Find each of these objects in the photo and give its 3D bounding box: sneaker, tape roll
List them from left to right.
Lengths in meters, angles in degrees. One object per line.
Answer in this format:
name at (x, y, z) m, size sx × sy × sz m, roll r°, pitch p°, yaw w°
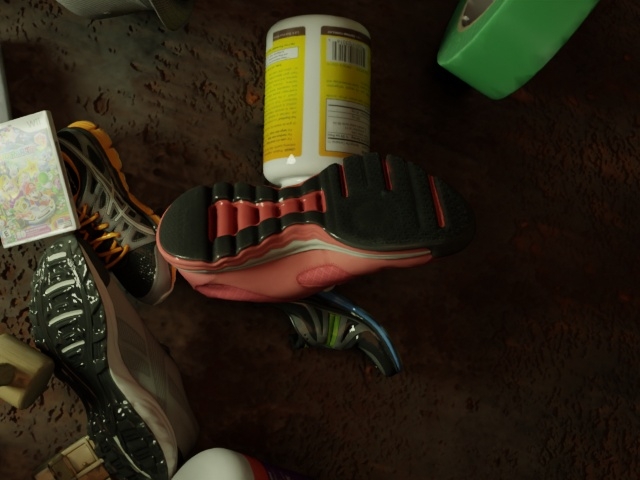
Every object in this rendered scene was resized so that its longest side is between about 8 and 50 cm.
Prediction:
sneaker at (-0.228, -0.022, 1.090) m, size 0.215 × 0.084 × 0.083 m, roll 56°, pitch 32°, yaw 6°
sneaker at (-0.209, 0.119, 1.082) m, size 0.108 × 0.100 × 0.271 m, roll -36°, pitch 105°, yaw -58°
sneaker at (0.000, 0.000, 1.071) m, size 0.313 × 0.136 × 0.116 m, roll -4°, pitch 57°, yaw 6°
sneaker at (0.007, 0.095, 1.159) m, size 0.188 × 0.067 × 0.078 m, roll 33°, pitch 85°, yaw -3°
tape roll at (0.245, -0.306, 1.127) m, size 0.077 × 0.321 × 0.321 m, roll 31°, pitch 77°, yaw -8°

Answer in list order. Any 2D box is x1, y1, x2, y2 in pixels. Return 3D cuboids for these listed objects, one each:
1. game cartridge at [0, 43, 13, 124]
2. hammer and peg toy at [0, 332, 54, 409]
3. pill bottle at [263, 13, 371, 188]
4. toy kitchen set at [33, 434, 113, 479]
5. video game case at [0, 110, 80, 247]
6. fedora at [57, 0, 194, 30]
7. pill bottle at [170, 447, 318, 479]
game cartridge at (-0.463, -0.104, 1.072) m, size 0.294 × 0.060 × 0.196 m, roll -9°, pitch 82°, yaw -14°
hammer and peg toy at (-0.410, 0.220, 0.940) m, size 0.127 × 0.266 × 0.361 m, roll 30°, pitch 78°, yaw 10°
pill bottle at (-0.004, -0.129, 1.151) m, size 0.117 × 0.117 × 0.215 m, roll 3°, pitch 83°, yaw -13°
toy kitchen set at (-0.238, 0.242, 1.073) m, size 0.083 × 0.075 × 0.068 m, roll -32°, pitch 93°, yaw -16°
video game case at (-0.295, -0.061, 1.054) m, size 0.087 × 0.011 × 0.122 m, roll -13°, pitch 92°, yaw 17°
fedora at (-0.230, -0.320, 1.065) m, size 0.124 × 0.275 × 0.244 m, roll -18°, pitch 79°, yaw 8°
pill bottle at (-0.004, 0.335, 1.045) m, size 0.323 × 0.181 × 0.181 m, roll 25°, pitch 78°, yaw -26°
